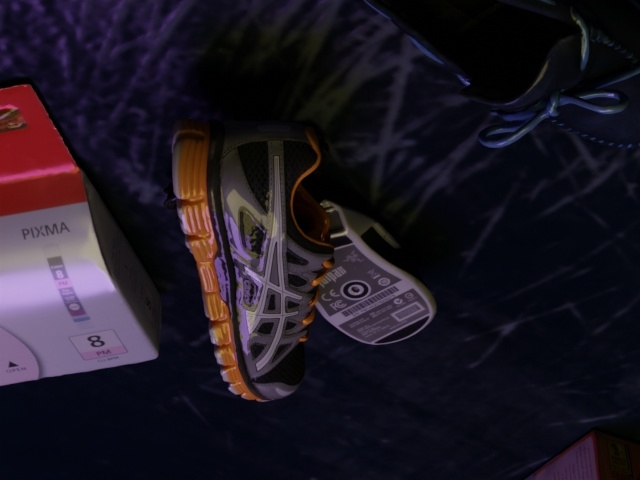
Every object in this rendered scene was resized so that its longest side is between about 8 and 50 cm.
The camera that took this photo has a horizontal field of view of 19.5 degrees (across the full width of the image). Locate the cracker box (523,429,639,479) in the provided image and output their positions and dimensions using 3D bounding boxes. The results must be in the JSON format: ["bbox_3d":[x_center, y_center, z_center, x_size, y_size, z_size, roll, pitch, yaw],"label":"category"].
[{"bbox_3d":[0.210,0.246,1.478,0.155,0.067,0.232,19,138,-26],"label":"cracker box"}]

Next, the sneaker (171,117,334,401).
[{"bbox_3d":[-0.029,0.016,1.078,0.083,0.084,0.215,-10,136,2],"label":"sneaker"}]

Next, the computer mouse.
[{"bbox_3d":[0.000,0.000,1.153,0.106,0.042,0.193,-27,132,24],"label":"computer mouse"}]

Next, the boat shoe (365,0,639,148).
[{"bbox_3d":[0.094,-0.100,0.974,0.258,0.089,0.109,24,137,-32],"label":"boat shoe"}]

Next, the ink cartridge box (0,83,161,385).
[{"bbox_3d":[-0.222,0.011,1.144,0.189,0.066,0.232,-10,148,11],"label":"ink cartridge box"}]
